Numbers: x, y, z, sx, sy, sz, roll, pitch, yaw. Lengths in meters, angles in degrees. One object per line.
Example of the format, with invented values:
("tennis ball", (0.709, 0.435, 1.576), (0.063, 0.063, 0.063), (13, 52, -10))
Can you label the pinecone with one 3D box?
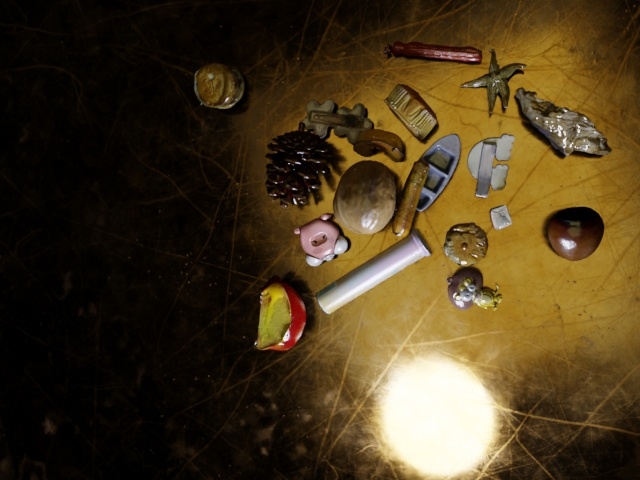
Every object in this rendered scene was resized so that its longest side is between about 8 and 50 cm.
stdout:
("pinecone", (-0.083, -0.255, 1.943), (0.244, 0.244, 0.309), (23, 117, 13))

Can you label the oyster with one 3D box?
("oyster", (0.756, -0.364, 1.762), (0.341, 0.166, 0.110), (40, 98, -3))

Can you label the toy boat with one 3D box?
("toy boat", (0.384, -0.238, 1.893), (0.127, 0.078, 0.283), (34, 100, 12))

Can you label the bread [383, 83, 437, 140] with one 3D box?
("bread", (0.310, -0.441, 1.878), (0.190, 0.132, 0.114), (44, 101, 7))

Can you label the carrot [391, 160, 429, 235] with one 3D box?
("carrot", (0.300, -0.141, 1.853), (0.070, 0.070, 0.260), (22, 105, 13))

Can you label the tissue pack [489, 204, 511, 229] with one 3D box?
("tissue pack", (0.594, -0.077, 1.833), (0.059, 0.094, 0.074), (-17, 89, 14))

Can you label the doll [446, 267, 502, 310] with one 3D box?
("doll", (0.517, 0.164, 1.868), (0.188, 0.096, 0.145), (2, 100, 5))

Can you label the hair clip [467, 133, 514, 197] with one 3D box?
("hair clip", (0.561, -0.253, 1.860), (0.140, 0.054, 0.220), (10, 92, 19))

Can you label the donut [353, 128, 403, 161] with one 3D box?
("donut", (0.202, -0.332, 1.909), (0.181, 0.146, 0.078), (12, 79, 19))

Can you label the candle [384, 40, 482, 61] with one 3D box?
("candle", (0.385, -0.647, 1.894), (0.329, 0.048, 0.051), (10, 108, 14))

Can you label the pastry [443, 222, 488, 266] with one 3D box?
("pastry", (0.491, 0.012, 1.873), (0.153, 0.081, 0.153), (-1, 82, 11))

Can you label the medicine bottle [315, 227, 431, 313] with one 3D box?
("medicine bottle", (0.179, 0.113, 1.953), (0.426, 0.108, 0.108), (-33, 84, 16))

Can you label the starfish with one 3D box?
("starfish", (0.571, -0.532, 1.835), (0.217, 0.050, 0.223), (-12, 73, 34))

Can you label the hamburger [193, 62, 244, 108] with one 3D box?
("hamburger", (-0.382, -0.573, 2.078), (0.185, 0.113, 0.177), (-42, 87, 21))

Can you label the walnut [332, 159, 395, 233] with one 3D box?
("walnut", (0.152, -0.149, 1.888), (0.225, 0.225, 0.261), (4, 80, 15))

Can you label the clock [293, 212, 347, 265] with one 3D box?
("clock", (0.000, 0.000, 2.001), (0.166, 0.093, 0.162), (-28, 88, 14))

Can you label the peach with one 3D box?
("peach", (-0.130, 0.262, 2.014), (0.159, 0.154, 0.267), (-1, 82, 24))

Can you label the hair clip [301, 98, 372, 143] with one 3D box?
("hair clip", (0.056, -0.426, 1.982), (0.257, 0.075, 0.146), (12, 102, 21))

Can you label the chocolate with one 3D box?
("chocolate", (0.806, -0.019, 1.758), (0.177, 0.177, 0.176), (1, 92, 15))
